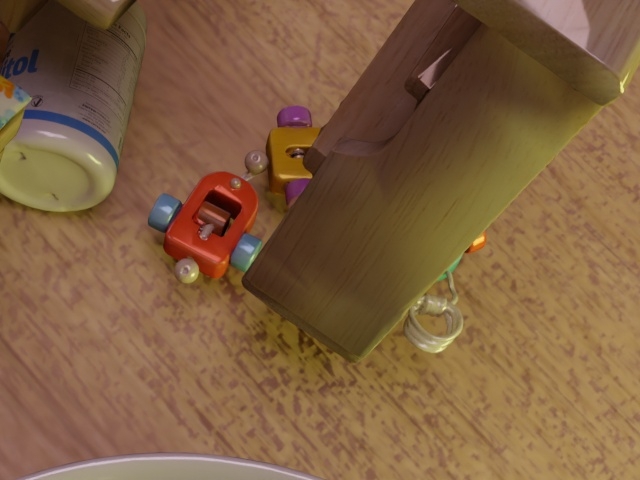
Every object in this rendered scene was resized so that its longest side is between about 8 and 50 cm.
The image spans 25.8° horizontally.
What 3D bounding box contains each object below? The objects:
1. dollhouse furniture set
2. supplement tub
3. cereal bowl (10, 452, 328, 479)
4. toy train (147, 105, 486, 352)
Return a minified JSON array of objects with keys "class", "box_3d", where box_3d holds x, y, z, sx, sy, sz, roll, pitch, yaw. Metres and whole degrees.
[{"class":"dollhouse furniture set","box_3d":[-0.067,-0.160,0.593,0.394,0.256,0.362,35,55,-2]},{"class":"supplement tub","box_3d":[-0.131,-0.075,0.718,0.071,0.071,0.107,12,58,-9]},{"class":"cereal bowl","box_3d":[-0.055,0.258,0.508,0.339,0.141,0.339,7,59,-12]},{"class":"toy train","box_3d":[0.000,0.000,0.731,0.166,0.046,0.125,23,59,1]}]
